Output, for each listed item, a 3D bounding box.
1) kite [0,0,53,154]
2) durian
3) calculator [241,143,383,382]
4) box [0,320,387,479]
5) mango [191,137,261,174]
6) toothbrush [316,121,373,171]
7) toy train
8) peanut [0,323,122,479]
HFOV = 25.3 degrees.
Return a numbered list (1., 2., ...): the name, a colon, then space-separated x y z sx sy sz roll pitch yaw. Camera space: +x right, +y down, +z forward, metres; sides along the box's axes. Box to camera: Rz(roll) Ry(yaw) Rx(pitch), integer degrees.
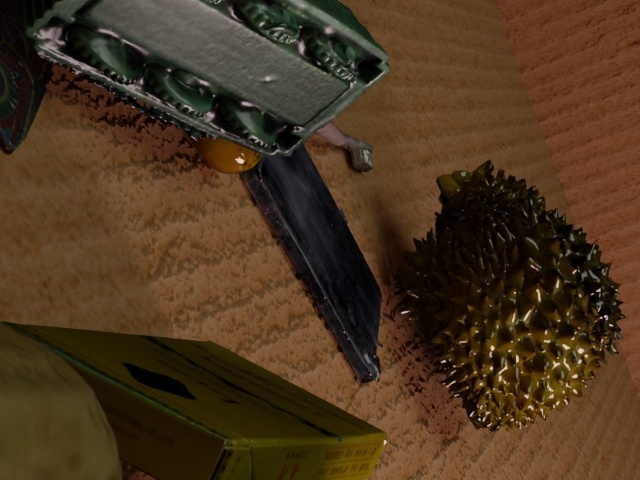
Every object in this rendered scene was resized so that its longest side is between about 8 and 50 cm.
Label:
1. kite: -0.201 -0.169 0.975 0.285 0.015 0.152 -64 134 -63
2. durian: 0.210 0.064 1.589 0.258 0.258 0.293 52 14 -45
3. calculator: 0.000 0.000 1.370 0.261 0.021 0.161 62 19 -26
4. box: -0.070 0.101 0.864 0.041 0.153 0.279 -65 159 3
5. mango: -0.084 -0.108 1.187 0.079 0.057 0.114 8 55 -65
6. toothbrush: 0.014 -0.107 1.483 0.307 0.025 0.029 22 57 -74
7. toy train: -0.093 -0.181 1.038 0.330 0.138 0.178 22 36 -54
8. peanut: -0.180 0.092 0.571 0.319 0.148 0.147 44 31 -64
